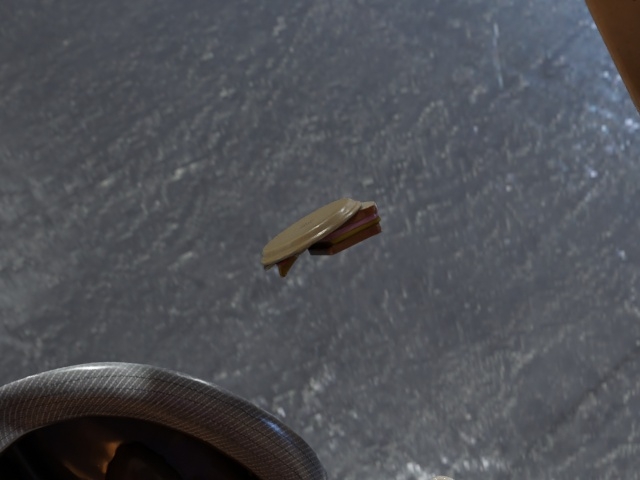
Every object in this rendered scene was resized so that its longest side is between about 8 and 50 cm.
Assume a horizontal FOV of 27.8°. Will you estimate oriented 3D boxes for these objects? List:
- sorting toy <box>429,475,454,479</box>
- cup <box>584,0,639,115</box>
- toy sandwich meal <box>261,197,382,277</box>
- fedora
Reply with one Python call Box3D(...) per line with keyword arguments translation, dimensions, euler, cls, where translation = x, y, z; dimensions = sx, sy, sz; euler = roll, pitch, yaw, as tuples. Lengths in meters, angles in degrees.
Box3D(translation=(0.172, 0.362, 1.355), dimensions=(0.208, 0.193, 0.038), euler=(40, 47, 21), cls="sorting toy")
Box3D(translation=(0.196, -0.213, 0.510), dimensions=(0.237, 0.331, 0.331), euler=(-22, 47, 10), cls="cup")
Box3D(translation=(0.000, 0.000, 0.855), dimensions=(0.085, 0.029, 0.085), euler=(-31, 9, 5), cls="toy sandwich meal")
Box3D(translation=(-0.123, 0.163, 0.808), dimensions=(0.275, 0.244, 0.124), euler=(23, 19, -18), cls="fedora")
